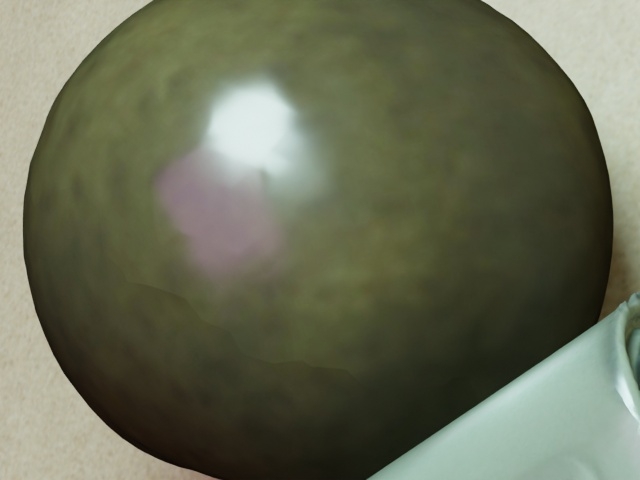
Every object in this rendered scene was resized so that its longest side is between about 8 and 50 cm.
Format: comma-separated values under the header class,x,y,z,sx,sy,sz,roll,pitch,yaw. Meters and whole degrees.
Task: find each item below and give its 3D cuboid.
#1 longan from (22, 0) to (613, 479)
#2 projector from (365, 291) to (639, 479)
class,x,y,z,sx,sy,sz,roll,pitch,yaw
longan,0.001,-0.003,0.907,0.297,0.297,0.297,-16,64,38
projector,0.122,0.188,0.727,0.249,0.248,0.248,-38,70,26
